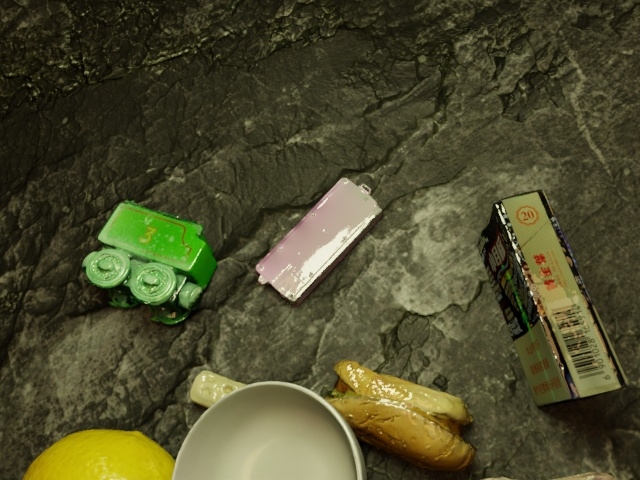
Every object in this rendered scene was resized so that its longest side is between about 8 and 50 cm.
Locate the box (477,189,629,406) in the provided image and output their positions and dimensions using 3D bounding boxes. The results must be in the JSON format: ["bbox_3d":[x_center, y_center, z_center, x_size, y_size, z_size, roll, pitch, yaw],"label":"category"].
[{"bbox_3d":[0.352,0.099,0.820,0.084,0.198,0.310,-15,68,3],"label":"box"}]

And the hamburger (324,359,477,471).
[{"bbox_3d":[0.122,0.283,0.825,0.262,0.131,0.124,14,72,18],"label":"hamburger"}]

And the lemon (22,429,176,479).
[{"bbox_3d":[-0.338,0.411,0.792,0.289,0.233,0.233,3,70,21],"label":"lemon"}]

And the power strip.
[{"bbox_3d":[0.000,0.000,0.995,0.109,0.037,0.279,40,80,19],"label":"power strip"}]

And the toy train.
[{"bbox_3d":[-0.321,0.043,0.982,0.243,0.132,0.188,18,65,15],"label":"toy train"}]

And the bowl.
[{"bbox_3d":[-0.064,0.367,0.767,0.287,0.143,0.286,-7,63,14],"label":"bowl"}]

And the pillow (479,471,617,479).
[{"bbox_3d":[0.353,0.427,0.785,0.233,0.038,0.130,-6,66,9],"label":"pillow"}]

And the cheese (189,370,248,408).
[{"bbox_3d":[-0.138,0.286,0.907,0.194,0.043,0.064,18,75,15],"label":"cheese"}]
